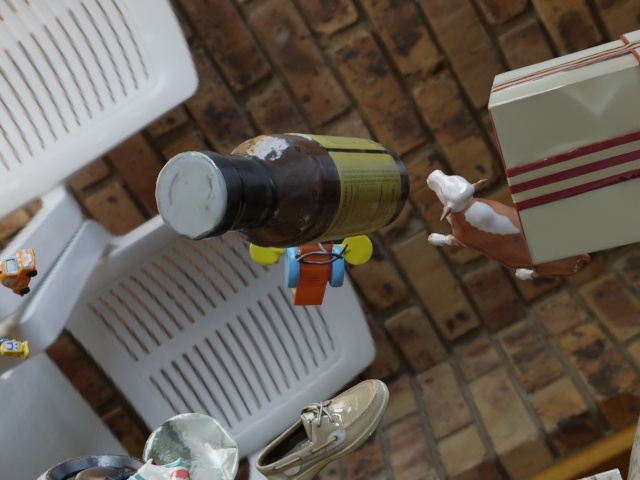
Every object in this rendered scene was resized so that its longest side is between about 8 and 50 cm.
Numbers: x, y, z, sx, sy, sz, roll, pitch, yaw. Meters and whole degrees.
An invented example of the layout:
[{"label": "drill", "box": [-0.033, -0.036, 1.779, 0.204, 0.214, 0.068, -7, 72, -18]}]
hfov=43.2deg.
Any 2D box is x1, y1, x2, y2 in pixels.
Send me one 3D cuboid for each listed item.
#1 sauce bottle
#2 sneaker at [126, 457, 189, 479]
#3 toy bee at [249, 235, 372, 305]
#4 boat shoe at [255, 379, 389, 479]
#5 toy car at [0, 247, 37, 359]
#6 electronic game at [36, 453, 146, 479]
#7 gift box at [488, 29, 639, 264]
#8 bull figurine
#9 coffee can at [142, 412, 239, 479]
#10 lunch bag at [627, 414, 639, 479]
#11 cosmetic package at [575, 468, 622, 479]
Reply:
[{"label": "sauce bottle", "box": [-0.024, -0.050, 0.773, 0.344, 0.111, 0.111, -7, 65, -61]}, {"label": "sneaker", "box": [-0.264, 0.368, 1.195, 0.075, 0.161, 0.057, -95, 161, -48]}, {"label": "toy bee", "box": [0.000, 0.000, 1.344, 0.195, 0.298, 0.162, 8, 68, -26]}, {"label": "boat shoe", "box": [0.004, 0.375, 1.605, 0.098, 0.302, 0.109, 47, 6, -32]}, {"label": "toy car", "box": [-0.350, 0.070, 0.927, 0.041, 0.060, 0.122, 8, 60, -34]}, {"label": "electronic game", "box": [-0.410, 0.449, 1.496, 0.229, 0.229, 0.048, -39, 131, -82]}, {"label": "gift box", "box": [0.373, -0.113, 1.032, 0.276, 0.258, 0.255, -67, 139, -62]}, {"label": "bull figurine", "box": [0.293, -0.015, 1.355, 0.310, 0.101, 0.188, 25, -11, -11]}, {"label": "coffee can", "box": [-0.293, 0.529, 1.791, 0.275, 0.202, 0.201, 107, -37, -53]}, {"label": "lunch bag", "box": [0.493, 0.246, 0.981, 0.256, 0.213, 0.305, 58, 45, -34]}, {"label": "cosmetic package", "box": [0.385, 0.512, 1.345, 0.153, 0.296, 0.129, -99, 165, -53]}]
